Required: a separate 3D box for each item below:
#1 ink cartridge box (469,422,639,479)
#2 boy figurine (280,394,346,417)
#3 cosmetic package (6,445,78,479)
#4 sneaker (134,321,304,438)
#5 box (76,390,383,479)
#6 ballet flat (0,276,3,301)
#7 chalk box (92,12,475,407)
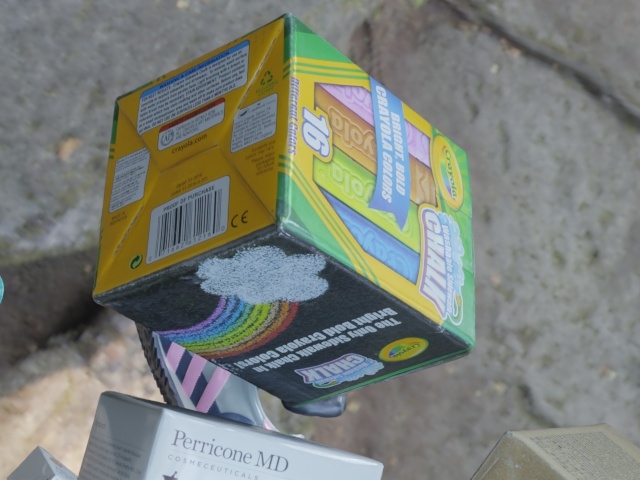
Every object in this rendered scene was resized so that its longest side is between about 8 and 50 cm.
[{"bbox_3d":[0.218,0.223,0.912,0.088,0.235,0.193,-56,151,12],"label":"ink cartridge box"},{"bbox_3d":[0.004,0.073,1.631,0.177,0.092,0.285,-77,176,-46],"label":"boy figurine"},{"bbox_3d":[-0.249,0.340,1.634,0.060,0.099,0.239,-48,116,-8],"label":"cosmetic package"},{"bbox_3d":[-0.131,0.144,1.685,0.131,0.319,0.112,-21,165,-18],"label":"sneaker"},{"bbox_3d":[-0.078,0.196,1.076,0.181,0.182,0.119,17,82,-21],"label":"box"},{"bbox_3d":[-0.380,0.095,1.360,0.203,0.074,0.074,-61,158,-50],"label":"ballet flat"},{"bbox_3d":[0.000,0.000,1.056,0.289,0.180,0.179,33,47,-43],"label":"chalk box"}]
